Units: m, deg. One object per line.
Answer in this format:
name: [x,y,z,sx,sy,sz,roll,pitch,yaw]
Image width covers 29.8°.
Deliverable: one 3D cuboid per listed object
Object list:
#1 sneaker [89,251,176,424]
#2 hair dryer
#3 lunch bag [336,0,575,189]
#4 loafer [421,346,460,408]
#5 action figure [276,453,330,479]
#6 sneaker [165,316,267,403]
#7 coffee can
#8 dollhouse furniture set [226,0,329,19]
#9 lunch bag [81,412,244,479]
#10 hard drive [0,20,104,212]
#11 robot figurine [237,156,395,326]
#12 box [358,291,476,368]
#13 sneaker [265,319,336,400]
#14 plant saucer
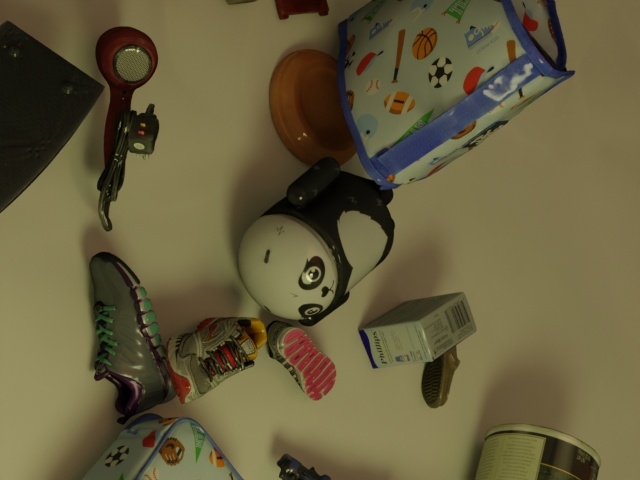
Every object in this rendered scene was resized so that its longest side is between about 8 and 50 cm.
sneaker: [-0.268,0.129,1.588,0.098,0.083,0.223,-30,101,-37]
hair dryer: [-0.279,-0.182,1.606,0.080,0.223,0.293,14,53,-23]
lunch bag: [0.206,-0.269,1.864,0.239,0.328,0.385,44,25,-23]
loafer: [0.208,0.213,2.019,0.050,0.056,0.148,22,66,-31]
action figure: [0.027,0.479,1.756,0.341,0.178,0.330,39,44,-1]
sneaker: [-0.141,0.150,1.634,0.225,0.093,0.088,-47,122,-66]
coffee can: [0.337,0.468,1.977,0.201,0.201,0.275,37,57,-31]
dollhouse furniture set: [-0.068,-0.429,1.819,0.374,0.201,0.152,-17,92,-44]
lunch bag: [-0.219,0.393,1.542,0.303,0.115,0.243,-54,126,-35]
hard drive: [-0.406,-0.139,1.491,0.172,0.054,0.254,34,62,1]
robot figurine: [0.002,0.002,1.798,0.278,0.173,0.209,-38,96,-41]
box: [0.156,0.145,1.931,0.126,0.137,0.072,-27,100,-43]
sneaker: [-0.034,0.175,1.804,0.063,0.075,0.170,-45,135,-12]
plant saucer: [0.004,-0.216,1.948,0.200,0.037,0.200,11,73,-40]
